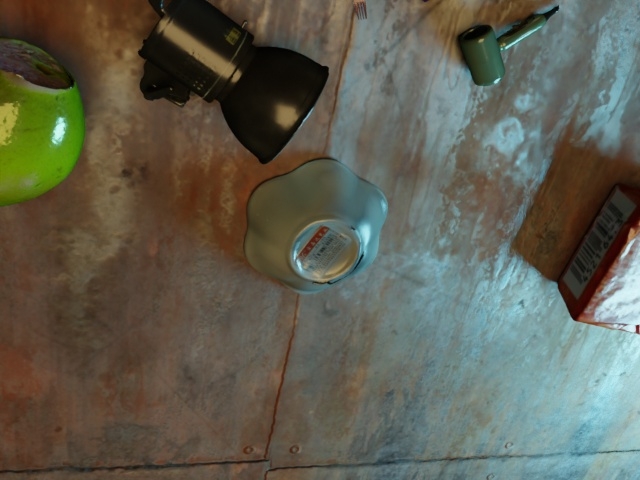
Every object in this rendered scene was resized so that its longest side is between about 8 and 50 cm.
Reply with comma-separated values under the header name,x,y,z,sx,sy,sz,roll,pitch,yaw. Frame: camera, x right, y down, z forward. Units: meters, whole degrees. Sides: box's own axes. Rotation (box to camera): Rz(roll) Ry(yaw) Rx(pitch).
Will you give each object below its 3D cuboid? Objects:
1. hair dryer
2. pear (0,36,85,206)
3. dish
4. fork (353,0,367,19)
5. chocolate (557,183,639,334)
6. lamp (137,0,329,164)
name,x,y,z,sx,sy,sz,roll,pitch,yaw
hair dryer,0.262,-0.277,0.880,0.150,0.047,0.071,-33,124,-5
pear,-0.373,-0.121,0.741,0.187,0.187,0.219,24,120,-24
dish,0.000,0.000,0.950,0.230,0.081,0.229,-6,121,-9
fork,0.043,-0.332,0.804,0.016,0.012,0.115,-17,123,-3
chocolate,0.546,0.037,1.087,0.235,0.108,0.237,11,115,-19
lamp,-0.126,-0.209,0.779,0.227,0.147,0.172,32,132,-18
